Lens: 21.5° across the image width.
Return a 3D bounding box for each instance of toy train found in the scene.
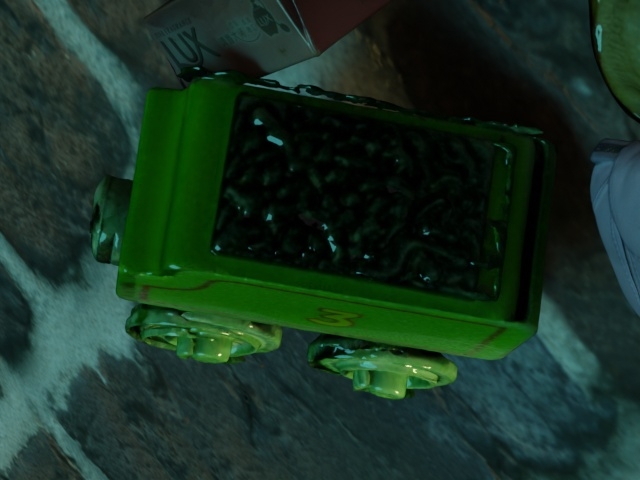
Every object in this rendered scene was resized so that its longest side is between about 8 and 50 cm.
[{"bbox_3d":[0.000,0.000,0.884,0.243,0.132,0.188,10,164,-5],"label":"toy train"}]

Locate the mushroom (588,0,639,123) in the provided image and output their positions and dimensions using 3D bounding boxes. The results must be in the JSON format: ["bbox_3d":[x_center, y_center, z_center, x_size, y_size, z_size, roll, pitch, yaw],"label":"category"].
[{"bbox_3d":[0.211,-0.080,0.580,0.312,0.081,0.100,3,132,56],"label":"mushroom"}]

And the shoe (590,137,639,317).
[{"bbox_3d":[0.202,0.051,0.763,0.137,0.095,0.245,31,152,60],"label":"shoe"}]

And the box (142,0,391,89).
[{"bbox_3d":[-0.011,-0.129,0.846,0.060,0.111,0.156,57,156,-10],"label":"box"}]
